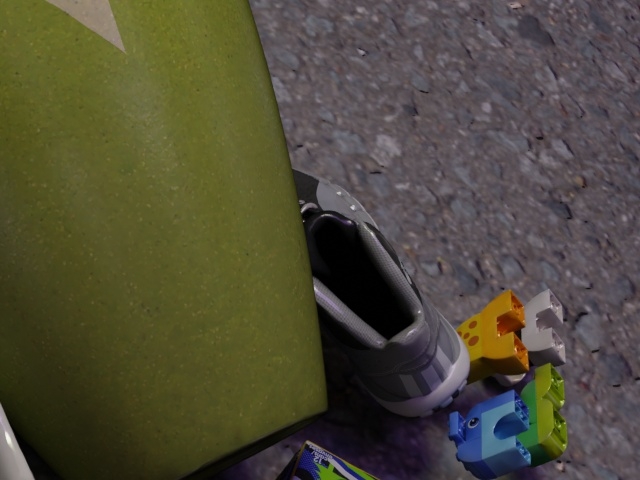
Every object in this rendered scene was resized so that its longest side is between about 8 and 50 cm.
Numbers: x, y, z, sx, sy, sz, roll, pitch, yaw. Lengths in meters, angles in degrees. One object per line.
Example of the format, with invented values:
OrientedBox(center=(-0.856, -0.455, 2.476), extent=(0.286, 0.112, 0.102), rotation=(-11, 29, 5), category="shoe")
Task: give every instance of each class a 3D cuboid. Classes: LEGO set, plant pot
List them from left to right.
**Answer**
OrientedBox(center=(-0.119, -0.007, 1.018), extent=(0.274, 0.275, 0.294), rotation=(-20, 79, -42), category="plant pot")
OrientedBox(center=(0.098, 0.111, 1.164), extent=(0.087, 0.093, 0.227), rotation=(50, 28, -32), category="LEGO set")

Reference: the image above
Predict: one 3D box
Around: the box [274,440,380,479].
OrientedBox(center=(0.045, 0.187, 1.069), extent=(0.169, 0.059, 0.054), rotation=(30, 42, -6), category="box")

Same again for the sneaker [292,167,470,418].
OrientedBox(center=(0.000, 0.000, 1.123), extent=(0.086, 0.132, 0.228), rotation=(-43, 59, -7), category="sneaker")

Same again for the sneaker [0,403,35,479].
OrientedBox(center=(-0.233, 0.058, 0.943), extent=(0.114, 0.152, 0.305), rotation=(-25, 67, -41), category="sneaker")
